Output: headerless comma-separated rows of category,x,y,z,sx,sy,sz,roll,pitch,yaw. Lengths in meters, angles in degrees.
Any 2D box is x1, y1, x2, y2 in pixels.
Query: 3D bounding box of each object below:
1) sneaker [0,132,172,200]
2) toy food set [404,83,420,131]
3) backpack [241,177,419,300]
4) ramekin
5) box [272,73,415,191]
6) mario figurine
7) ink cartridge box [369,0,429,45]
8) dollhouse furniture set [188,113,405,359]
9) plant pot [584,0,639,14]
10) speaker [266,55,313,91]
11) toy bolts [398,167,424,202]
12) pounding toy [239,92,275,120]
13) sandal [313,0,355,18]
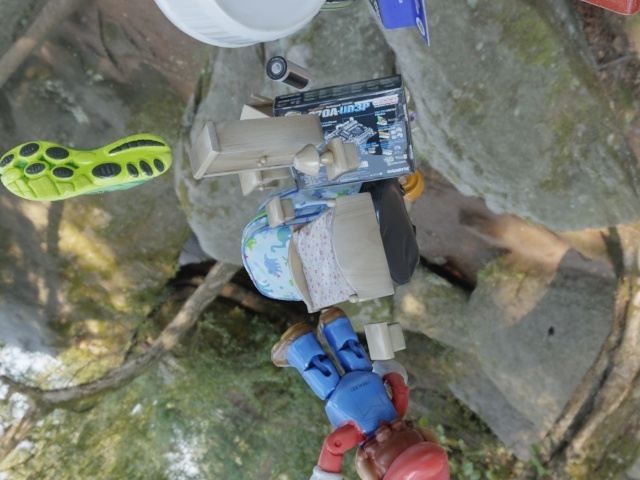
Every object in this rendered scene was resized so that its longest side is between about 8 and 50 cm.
sneaker,-0.418,-0.124,1.106,0.296,0.109,0.123,-7,174,-13
toy food set,0.170,-0.291,1.351,0.122,0.078,0.019,64,-150,-10
backpack,0.000,0.000,1.344,0.356,0.273,0.290,8,136,32
ramekin,-0.096,-0.392,0.814,0.273,0.272,0.127,41,176,-41
box,0.045,-0.180,1.052,0.051,0.221,0.175,-86,-16,-48
mario figurine,0.053,0.268,0.874,0.320,0.198,0.170,56,-175,26
ink cartridge box,0.096,-0.537,1.155,0.370,0.069,0.175,64,-176,27
dollhouse furniture set,-0.064,0.014,0.882,0.303,0.174,0.355,-28,74,64
plant pot,0.447,-0.549,0.919,0.267,0.267,0.235,39,161,33
speaker,-0.068,-0.378,1.391,0.055,0.055,0.136,34,-165,20
toy bolts,0.179,-0.060,1.534,0.158,0.218,0.228,48,-156,-62
pounding toy,-0.125,-0.312,1.607,0.181,0.094,0.206,30,-152,19
sandal,-0.065,-0.452,1.153,0.303,0.120,0.086,0,154,27
